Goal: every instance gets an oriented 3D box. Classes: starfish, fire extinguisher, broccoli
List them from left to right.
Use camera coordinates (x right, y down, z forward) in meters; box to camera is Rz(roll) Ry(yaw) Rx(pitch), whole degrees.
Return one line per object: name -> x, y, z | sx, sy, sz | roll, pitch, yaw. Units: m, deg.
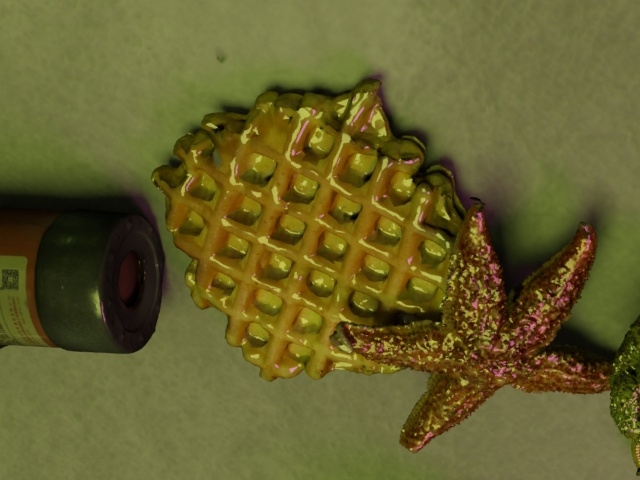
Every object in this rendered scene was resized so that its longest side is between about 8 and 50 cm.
fire extinguisher -> -0.312, 0.051, 1.444 | 0.376, 0.113, 0.200 | 4, 122, 20
starfish -> 0.130, 0.072, 1.274 | 0.240, 0.043, 0.227 | 9, 128, -11
broccoli -> 0.263, 0.097, 1.227 | 0.120, 0.131, 0.130 | 31, 139, 53

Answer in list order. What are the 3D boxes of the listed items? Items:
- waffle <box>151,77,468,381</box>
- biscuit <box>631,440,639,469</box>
waffle -> -0.001, 0.001, 1.322 | 0.254, 0.052, 0.245 | -14, 113, 30
biscuit -> 0.276, 0.156, 1.318 | 0.084, 0.023, 0.084 | 10, 124, 15
